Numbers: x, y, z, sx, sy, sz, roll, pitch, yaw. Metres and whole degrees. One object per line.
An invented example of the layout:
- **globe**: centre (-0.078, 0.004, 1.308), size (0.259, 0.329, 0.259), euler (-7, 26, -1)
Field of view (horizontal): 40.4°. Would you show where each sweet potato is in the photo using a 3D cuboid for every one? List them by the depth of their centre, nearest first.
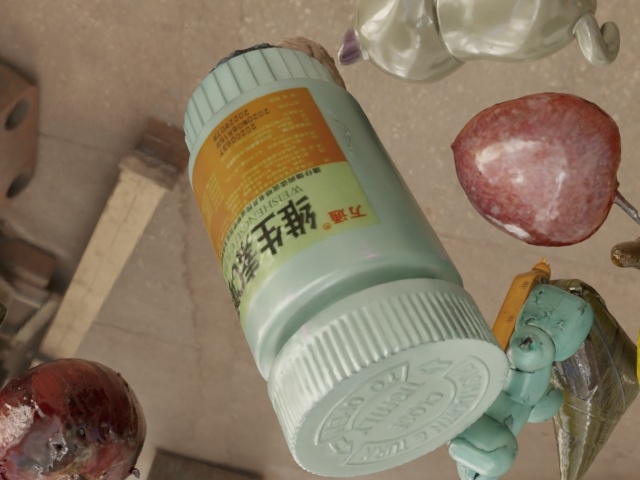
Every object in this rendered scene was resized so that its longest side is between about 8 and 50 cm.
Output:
- **sweet potato**: centre (0.526, 0.018, 1.389), size (0.274, 0.067, 0.067), euler (-5, 170, -46)

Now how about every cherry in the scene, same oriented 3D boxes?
- **cherry**: centre (0.195, -0.038, 0.587), size (0.226, 0.106, 0.090), euler (16, -171, 17)

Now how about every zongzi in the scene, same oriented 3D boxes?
- **zongzi**: centre (0.415, 0.247, 1.455), size (0.286, 0.300, 0.138), euler (44, 157, -31)

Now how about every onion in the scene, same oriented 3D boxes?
- **onion**: centre (-0.428, 0.318, 1.428), size (0.276, 0.276, 0.276), euler (11, 148, 7)

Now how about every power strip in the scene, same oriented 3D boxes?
- **power strip**: centre (0.223, 0.087, 0.966), size (0.028, 0.178, 0.049), euler (-13, 127, 47)

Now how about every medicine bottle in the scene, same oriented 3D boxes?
- **medicine bottle**: centre (0.000, 0.000, 0.659), size (0.158, 0.318, 0.158), euler (-15, 141, -12)

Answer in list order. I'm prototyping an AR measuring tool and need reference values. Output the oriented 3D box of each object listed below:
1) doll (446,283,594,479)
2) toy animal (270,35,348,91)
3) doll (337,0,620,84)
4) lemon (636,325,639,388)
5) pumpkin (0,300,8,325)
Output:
- **doll**: centre (0.151, 0.127, 0.689), size (0.059, 0.159, 0.159), euler (27, 119, 24)
- **toy animal**: centre (-0.034, -0.078, 1.068), size (0.188, 0.358, 0.226), euler (-13, 178, 20)
- **doll**: centre (0.223, -0.345, 1.248), size (0.371, 0.225, 0.215), euler (0, -171, 30)
- **lemon**: centre (0.561, 0.148, 1.147), size (0.268, 0.321, 0.268), euler (20, 158, 8)
- **pumpkin**: centre (-0.469, 0.113, 1.018), size (0.169, 0.148, 0.312), euler (14, 158, 17)
